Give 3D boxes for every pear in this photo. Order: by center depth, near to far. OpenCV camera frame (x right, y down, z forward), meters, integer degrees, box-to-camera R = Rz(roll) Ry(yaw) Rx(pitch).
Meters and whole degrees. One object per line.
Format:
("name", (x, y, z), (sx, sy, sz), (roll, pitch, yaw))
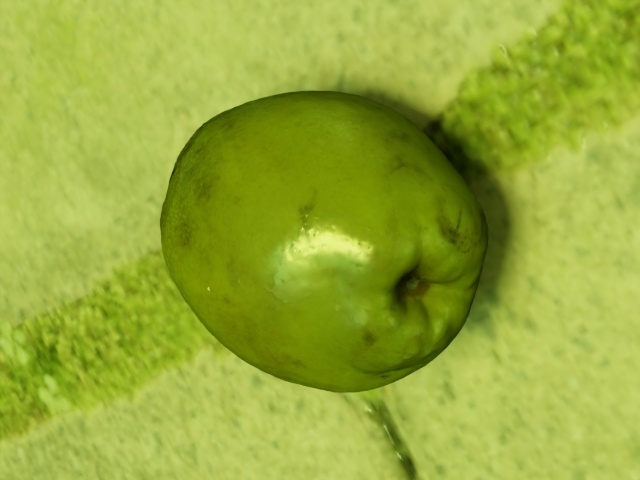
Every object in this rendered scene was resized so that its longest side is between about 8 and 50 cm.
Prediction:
("pear", (0.000, 0.000, 0.654), (0.131, 0.107, 0.107), (17, 119, 48))
